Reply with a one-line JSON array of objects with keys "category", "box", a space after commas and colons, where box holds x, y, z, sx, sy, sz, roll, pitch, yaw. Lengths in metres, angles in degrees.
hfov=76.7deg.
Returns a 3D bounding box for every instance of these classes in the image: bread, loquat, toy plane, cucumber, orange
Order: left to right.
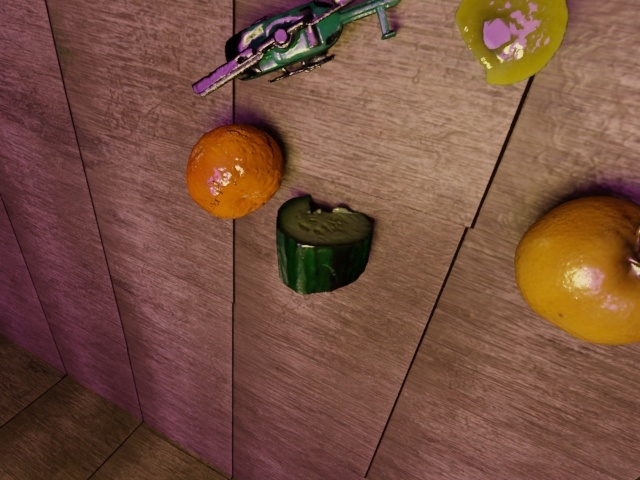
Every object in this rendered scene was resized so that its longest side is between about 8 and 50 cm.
[{"category": "orange", "box": [-0.167, -0.137, 0.785, 0.193, 0.193, 0.161, -44, 70, 40]}, {"category": "toy plane", "box": [-0.011, -0.317, 0.611, 0.382, 0.155, 0.106, -12, 112, 16]}, {"category": "cucumber", "box": [0.001, 0.007, 0.785, 0.191, 0.191, 0.130, 17, 134, 19]}, {"category": "bread", "box": [0.246, -0.273, 0.511, 0.111, 0.114, 0.129, -18, 108, 35]}, {"category": "loquat", "box": [0.389, 0.041, 0.569, 0.208, 0.208, 0.208, 14, 124, 22]}]
